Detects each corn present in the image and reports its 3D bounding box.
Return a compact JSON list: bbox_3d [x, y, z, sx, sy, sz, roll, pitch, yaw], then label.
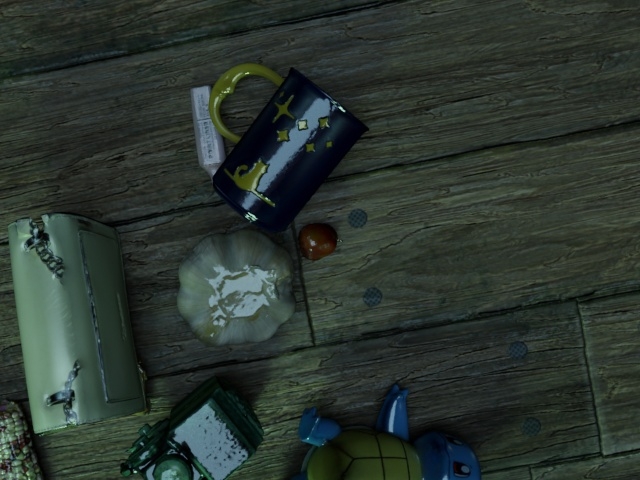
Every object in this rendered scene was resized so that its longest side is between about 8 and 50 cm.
[{"bbox_3d":[-0.586,0.449,1.559,0.092,0.092,0.280,-11,94,3],"label":"corn"}]

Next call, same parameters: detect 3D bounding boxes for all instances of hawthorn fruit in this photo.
[{"bbox_3d":[-0.006,-0.001,1.507,0.077,0.077,0.077,0,96,2],"label":"hawthorn fruit"}]

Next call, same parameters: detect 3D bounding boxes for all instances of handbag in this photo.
[{"bbox_3d":[-0.436,0.147,1.414,0.160,0.236,0.358,-12,81,1],"label":"handbag"}]

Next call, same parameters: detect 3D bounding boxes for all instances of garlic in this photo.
[{"bbox_3d":[-0.155,0.084,1.477,0.228,0.152,0.227,0,91,-5],"label":"garlic"}]

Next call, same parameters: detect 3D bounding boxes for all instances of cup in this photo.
[{"bbox_3d":[-0.084,-0.177,1.463,0.256,0.178,0.255,-50,53,8],"label":"cup"}]

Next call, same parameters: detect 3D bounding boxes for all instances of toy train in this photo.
[{"bbox_3d":[-0.222,0.368,1.444,0.238,0.299,0.167,-40,95,-8],"label":"toy train"}]

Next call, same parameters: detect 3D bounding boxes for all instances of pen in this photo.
[{"bbox_3d":[-0.209,-0.190,1.510,0.053,0.032,0.197,-10,94,2],"label":"pen"}]

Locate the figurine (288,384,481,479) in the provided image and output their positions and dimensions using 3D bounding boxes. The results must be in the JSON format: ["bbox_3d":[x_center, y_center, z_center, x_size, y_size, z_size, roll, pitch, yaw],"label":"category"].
[{"bbox_3d":[0.084,0.442,1.478,0.417,0.297,0.243,-16,129,6],"label":"figurine"}]

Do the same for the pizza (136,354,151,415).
[{"bbox_3d":[-0.403,0.247,1.552,0.182,0.062,0.161,12,102,6],"label":"pizza"}]
